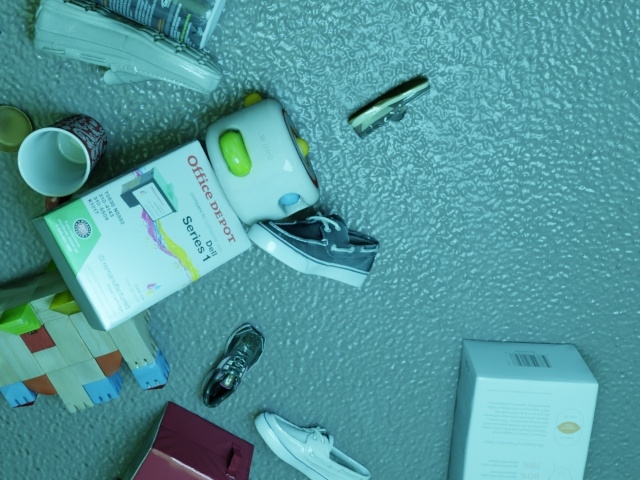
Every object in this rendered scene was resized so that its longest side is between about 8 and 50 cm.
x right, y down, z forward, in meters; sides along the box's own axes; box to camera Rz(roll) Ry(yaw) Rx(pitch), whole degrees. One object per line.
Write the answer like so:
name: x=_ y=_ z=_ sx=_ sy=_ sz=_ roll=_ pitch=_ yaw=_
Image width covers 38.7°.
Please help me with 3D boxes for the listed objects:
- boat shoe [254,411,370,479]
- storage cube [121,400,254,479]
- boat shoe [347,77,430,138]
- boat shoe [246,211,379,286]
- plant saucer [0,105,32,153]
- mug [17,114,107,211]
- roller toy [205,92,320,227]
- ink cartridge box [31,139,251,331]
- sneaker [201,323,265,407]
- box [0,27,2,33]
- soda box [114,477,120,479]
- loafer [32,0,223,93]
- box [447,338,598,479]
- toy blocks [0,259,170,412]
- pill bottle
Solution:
boat shoe: x=-0.012 y=0.395 z=1.736 sx=0.084 sy=0.095 sz=0.258 roll=-45 pitch=113 yaw=9
storage cube: x=-0.259 y=0.455 z=1.701 sx=0.193 sy=0.183 sz=0.215 roll=31 pitch=106 yaw=-9
boat shoe: x=0.121 y=-0.223 z=1.542 sx=0.152 sy=0.056 sz=0.049 roll=-26 pitch=111 yaw=19
boat shoe: x=0.000 y=0.000 z=1.523 sx=0.301 sy=0.108 sz=0.102 roll=20 pitch=104 yaw=-49
plant saucer: x=-0.538 y=-0.193 z=1.576 sx=0.084 sy=0.015 sz=0.083 roll=0 pitch=109 yaw=0
mug: x=-0.430 y=-0.136 z=1.513 sx=0.113 sy=0.169 sz=0.150 roll=38 pitch=106 yaw=-12
roller toy: x=-0.088 y=-0.130 z=1.502 sx=0.146 sy=0.209 sz=0.191 roll=-23 pitch=118 yaw=6
ink cartridge box: x=-0.281 y=-0.011 z=1.456 sx=0.278 sy=0.117 sz=0.201 roll=-31 pitch=101 yaw=-25
sneaker: x=-0.160 y=0.242 z=1.685 sx=0.072 sy=0.077 sz=0.178 roll=28 pitch=106 yaw=-10
box: x=-0.594 y=-0.397 z=1.502 sx=0.094 sy=0.027 sz=0.137 roll=-12 pitch=108 yaw=6
soda box: x=-0.436 y=0.606 z=1.806 sx=0.092 sy=0.083 sz=0.263 roll=31 pitch=107 yaw=-9
loafer: x=-0.317 y=-0.303 z=1.494 sx=0.320 sy=0.112 sz=0.111 roll=22 pitch=112 yaw=1
box: x=0.360 y=0.374 z=1.676 sx=0.215 sy=0.168 sz=0.345 roll=4 pitch=108 yaw=-1
toy blocks: x=-0.446 y=0.187 z=1.634 sx=0.382 sy=0.190 sz=0.260 roll=-18 pitch=118 yaw=9
pill bottle: x=-0.275 y=-0.410 z=1.440 sx=0.246 sy=0.130 sz=0.130 roll=23 pitch=107 yaw=-7
